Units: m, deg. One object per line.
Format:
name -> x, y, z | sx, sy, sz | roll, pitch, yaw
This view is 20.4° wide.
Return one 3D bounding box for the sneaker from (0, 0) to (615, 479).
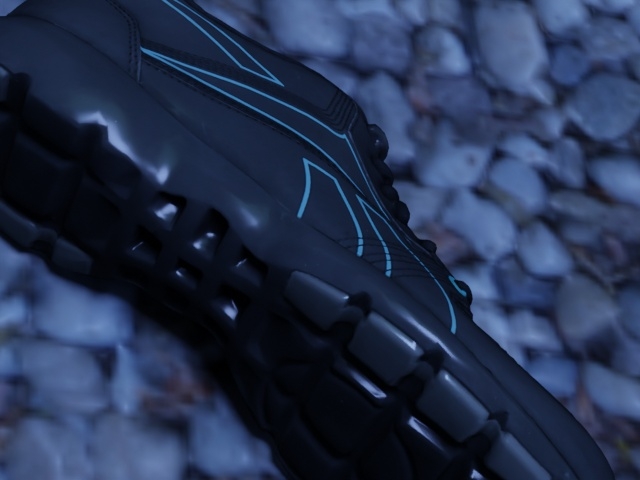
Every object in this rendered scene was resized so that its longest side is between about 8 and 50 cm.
sneaker -> 0.000, 0.000, 0.585 | 0.267, 0.101, 0.106 | 41, 49, 7
